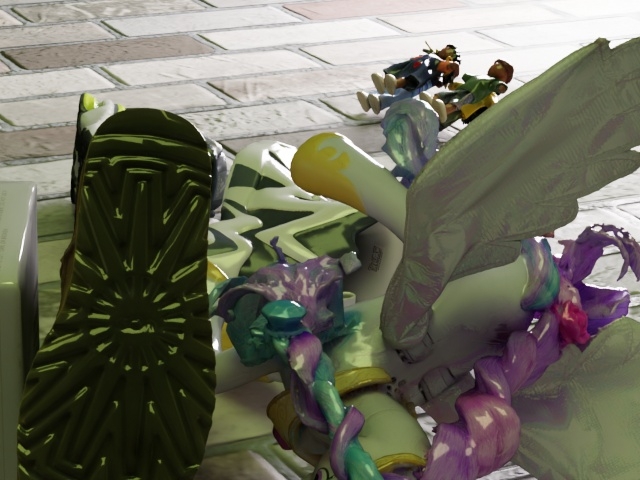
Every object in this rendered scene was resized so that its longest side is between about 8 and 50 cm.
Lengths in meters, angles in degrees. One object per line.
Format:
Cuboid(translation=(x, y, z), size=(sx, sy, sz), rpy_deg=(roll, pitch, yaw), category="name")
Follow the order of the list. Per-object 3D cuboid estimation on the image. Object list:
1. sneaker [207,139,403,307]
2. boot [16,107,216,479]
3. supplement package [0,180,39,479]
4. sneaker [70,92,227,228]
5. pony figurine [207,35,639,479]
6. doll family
Cuboid(translation=(0.000, 0.000, 1.361), size=(0.153, 0.094, 0.235), rpy_deg=(7, 20, 10), category="sneaker")
Cuboid(translation=(-0.110, 0.075, 1.009), size=(0.089, 0.236, 0.269), rpy_deg=(14, -20, -7), category="boot")
Cuboid(translation=(-0.301, 0.073, 1.005), size=(0.292, 0.178, 0.175), rpy_deg=(0, 20, -6), category="supplement package")
Cuboid(translation=(-0.131, -0.048, 1.470), size=(0.121, 0.111, 0.300), rpy_deg=(2, 21, -10), category="sneaker")
Cuboid(translation=(0.081, 0.045, 1.057), size=(0.351, 0.303, 0.363), rpy_deg=(-33, 28, -1), category="pony figurine")
Cuboid(translation=(0.119, -0.151, 1.814), size=(0.111, 0.076, 0.193), rpy_deg=(-30, 37, -22), category="doll family")
